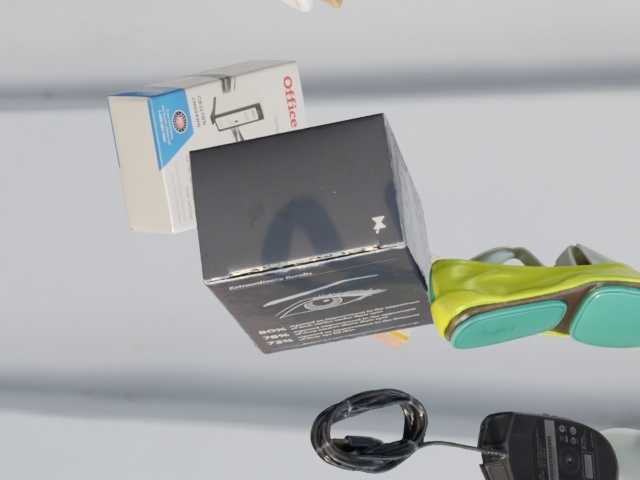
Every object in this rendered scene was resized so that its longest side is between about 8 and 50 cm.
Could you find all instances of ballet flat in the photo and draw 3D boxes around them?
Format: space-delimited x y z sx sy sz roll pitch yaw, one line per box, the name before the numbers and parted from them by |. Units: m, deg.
ballet flat | 0.184 0.038 1.451 0.231 0.077 0.077 -1 49 -27

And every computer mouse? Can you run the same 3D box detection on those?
computer mouse | 0.092 0.138 1.193 0.242 0.041 0.071 14 66 -31

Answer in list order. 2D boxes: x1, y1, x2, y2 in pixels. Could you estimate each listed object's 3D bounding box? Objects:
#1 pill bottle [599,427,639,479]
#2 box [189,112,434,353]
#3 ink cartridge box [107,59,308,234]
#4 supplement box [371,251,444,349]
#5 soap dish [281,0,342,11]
pill bottle | 0.245 0.287 1.535 0.363 0.210 0.210 -51 156 17
box | 0.000 0.000 1.425 0.207 0.153 0.108 63 18 -69
ink cartridge box | -0.111 -0.102 1.983 0.203 0.086 0.148 -19 105 -38
supplement box | 0.092 0.060 1.962 0.062 0.036 0.098 113 2 -79
soap dish | -0.100 -0.382 1.960 0.118 0.291 0.229 -48 143 -9
